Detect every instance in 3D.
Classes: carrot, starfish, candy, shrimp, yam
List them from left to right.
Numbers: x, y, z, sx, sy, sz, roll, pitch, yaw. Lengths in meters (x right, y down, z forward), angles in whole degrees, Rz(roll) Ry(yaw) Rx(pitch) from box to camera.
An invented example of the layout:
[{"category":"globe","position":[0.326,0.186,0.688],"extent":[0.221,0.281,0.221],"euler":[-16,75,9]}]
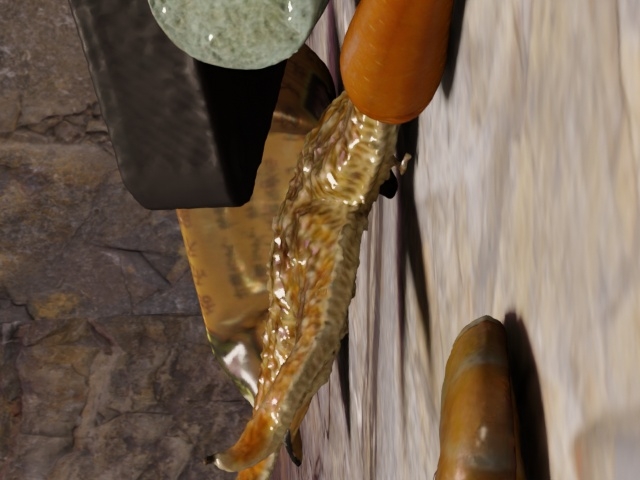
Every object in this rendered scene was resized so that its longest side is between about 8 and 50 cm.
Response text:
[{"category":"candy","position":[-0.032,0.003,1.132],"extent":[0.143,0.101,0.271],"euler":[-87,-9,-57]},{"category":"yam","position":[-0.015,-0.130,0.758],"extent":[0.169,0.068,0.068],"euler":[-65,-22,-56]},{"category":"starfish","position":[0.002,0.001,0.730],"extent":[0.138,0.050,0.247],"euler":[-68,-10,-83]},{"category":"carrot","position":[0.027,-0.070,0.568],"extent":[0.142,0.035,0.035],"euler":[108,159,-69]},{"category":"shrimp","position":[0.038,0.109,0.511],"extent":[0.124,0.034,0.178],"euler":[-112,21,-89]}]

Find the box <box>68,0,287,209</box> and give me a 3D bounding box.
[{"category":"box","position":[-0.053,-0.188,0.901],"extent":[0.350,0.058,0.211],"euler":[-80,-19,-51]}]
